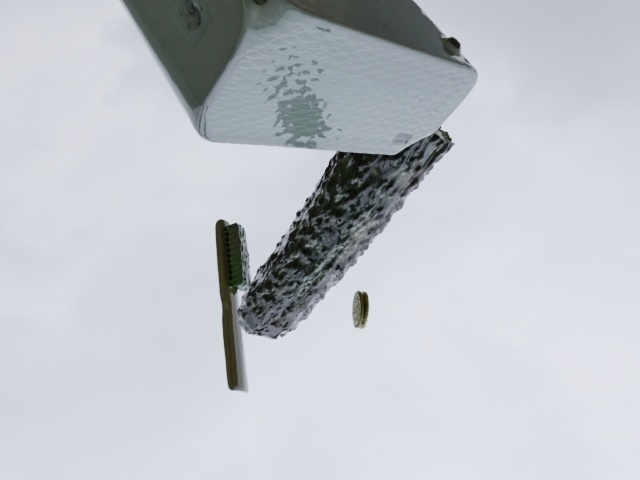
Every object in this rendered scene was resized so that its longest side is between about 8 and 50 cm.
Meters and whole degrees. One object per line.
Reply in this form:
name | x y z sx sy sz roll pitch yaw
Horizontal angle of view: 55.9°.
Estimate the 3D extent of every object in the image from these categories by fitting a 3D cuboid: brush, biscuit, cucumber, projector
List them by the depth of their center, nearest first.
projector | -0.019 -0.174 0.453 0.250 0.108 0.198 -5 -125 -47
cucumber | 0.000 0.000 0.675 0.096 0.359 0.096 29 -152 -17
brush | -0.133 0.099 0.965 0.048 0.054 0.282 -14 -112 17
biscuit | 0.087 0.152 1.319 0.023 0.084 0.084 5 -141 -10
